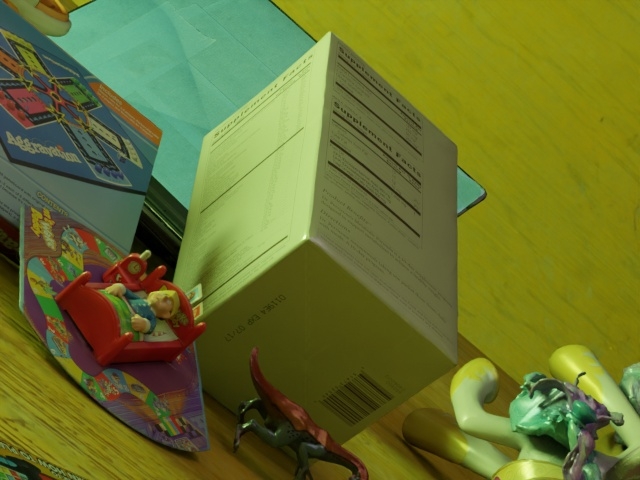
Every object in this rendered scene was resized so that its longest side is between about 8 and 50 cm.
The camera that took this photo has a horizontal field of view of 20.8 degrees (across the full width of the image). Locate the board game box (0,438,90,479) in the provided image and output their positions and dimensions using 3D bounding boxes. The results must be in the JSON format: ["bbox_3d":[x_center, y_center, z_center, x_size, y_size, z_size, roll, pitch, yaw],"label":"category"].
[{"bbox_3d":[-0.045,0.139,0.549,0.141,0.048,0.170,44,5,40],"label":"board game box"}]

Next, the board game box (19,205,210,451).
[{"bbox_3d":[-0.101,0.035,0.934,0.133,0.033,0.168,40,18,-27],"label":"board game box"}]

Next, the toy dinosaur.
[{"bbox_3d":[-0.009,0.116,1.004,0.082,0.090,0.047,10,25,-4],"label":"toy dinosaur"}]

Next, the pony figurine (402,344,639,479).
[{"bbox_3d":[0.257,0.211,1.398,0.351,0.302,0.363,8,17,-12],"label":"pony figurine"}]

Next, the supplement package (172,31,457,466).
[{"bbox_3d":[0.000,0.000,1.153,0.134,0.139,0.244,40,30,-23],"label":"supplement package"}]

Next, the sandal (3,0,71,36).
[{"bbox_3d":[-0.242,-0.227,1.151,0.265,0.076,0.102,38,6,-45],"label":"sandal"}]

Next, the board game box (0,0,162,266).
[{"bbox_3d":[-0.211,-0.090,0.985,0.281,0.027,0.145,40,42,-29],"label":"board game box"}]

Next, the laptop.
[{"bbox_3d":[-0.103,-0.131,1.421,0.382,0.236,0.408,43,-2,20],"label":"laptop"}]
